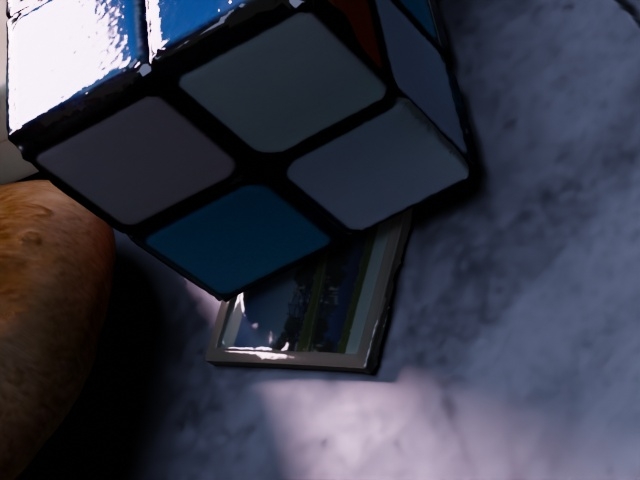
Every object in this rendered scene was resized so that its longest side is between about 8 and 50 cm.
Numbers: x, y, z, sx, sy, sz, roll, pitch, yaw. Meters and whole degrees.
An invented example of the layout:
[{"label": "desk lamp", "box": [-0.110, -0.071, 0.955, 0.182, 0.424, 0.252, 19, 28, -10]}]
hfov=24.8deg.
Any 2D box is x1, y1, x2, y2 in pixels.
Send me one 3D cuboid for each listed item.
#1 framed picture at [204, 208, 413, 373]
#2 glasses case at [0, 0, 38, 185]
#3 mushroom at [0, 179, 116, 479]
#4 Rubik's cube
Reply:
[{"label": "framed picture", "box": [0.000, 0.000, 0.787, 0.109, 0.011, 0.149, -1, 64, 36]}, {"label": "glasses case", "box": [-0.261, -0.137, 0.969, 0.131, 0.070, 0.313, -22, 40, -4]}, {"label": "mushroom", "box": [-0.220, 0.080, 0.806, 0.278, 0.146, 0.278, -36, 28, 23]}, {"label": "Rubik's cube", "box": [-0.042, -0.103, 0.749, 0.167, 0.180, 0.183, -25, 54, 22]}]
